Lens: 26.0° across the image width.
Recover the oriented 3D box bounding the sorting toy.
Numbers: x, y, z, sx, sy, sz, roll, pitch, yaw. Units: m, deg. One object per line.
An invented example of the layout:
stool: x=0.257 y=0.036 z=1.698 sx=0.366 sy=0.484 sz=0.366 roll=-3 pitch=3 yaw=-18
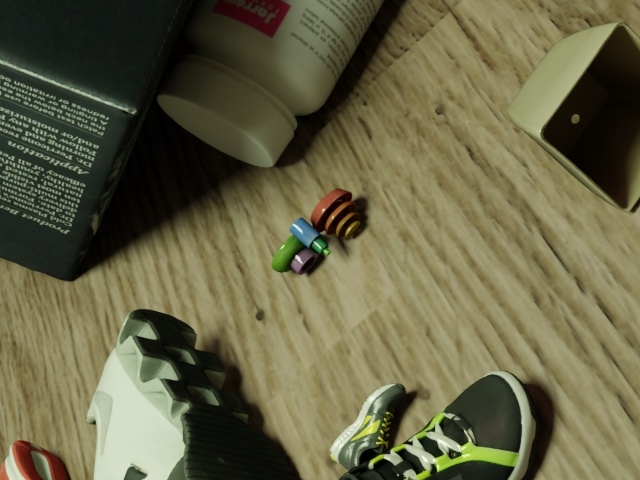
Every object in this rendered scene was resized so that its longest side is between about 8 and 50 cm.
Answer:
sorting toy: x=0.000 y=0.000 z=1.266 sx=0.042 sy=0.061 sz=0.102 roll=43 pitch=102 yaw=17

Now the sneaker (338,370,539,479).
sneaker: x=0.066 y=0.187 z=1.010 sx=0.234 sy=0.097 sz=0.084 roll=-53 pitch=39 yaw=-2

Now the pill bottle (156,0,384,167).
pill bottle: x=-0.035 y=-0.226 z=1.380 sx=0.160 sy=0.160 sz=0.283 roll=16 pitch=73 yaw=49

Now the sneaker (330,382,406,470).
sneaker: x=0.045 y=0.153 z=1.116 sx=0.083 sy=0.031 sz=0.035 roll=-53 pitch=52 yaw=5

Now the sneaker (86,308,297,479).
sneaker: x=-0.116 y=0.210 z=1.174 sx=0.146 sy=0.122 sz=0.330 roll=-57 pitch=35 yaw=16

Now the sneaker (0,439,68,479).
sneaker: x=-0.284 y=0.298 z=1.296 sx=0.128 sy=0.087 sz=0.221 roll=-52 pitch=26 yaw=13

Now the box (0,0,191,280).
box: x=-0.272 y=-0.280 z=1.392 sx=0.472 sy=0.297 sz=0.480 roll=134 pitch=156 yaw=-65

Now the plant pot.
plant pot: x=0.212 y=-0.103 z=1.094 sx=0.109 sy=0.109 sz=0.096 roll=-54 pitch=27 yaw=-3
